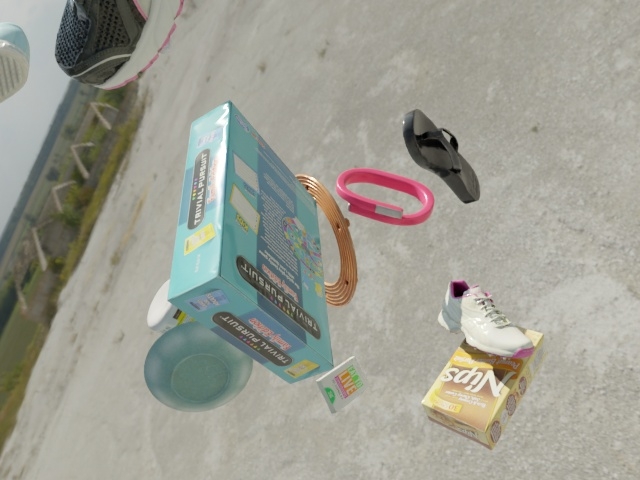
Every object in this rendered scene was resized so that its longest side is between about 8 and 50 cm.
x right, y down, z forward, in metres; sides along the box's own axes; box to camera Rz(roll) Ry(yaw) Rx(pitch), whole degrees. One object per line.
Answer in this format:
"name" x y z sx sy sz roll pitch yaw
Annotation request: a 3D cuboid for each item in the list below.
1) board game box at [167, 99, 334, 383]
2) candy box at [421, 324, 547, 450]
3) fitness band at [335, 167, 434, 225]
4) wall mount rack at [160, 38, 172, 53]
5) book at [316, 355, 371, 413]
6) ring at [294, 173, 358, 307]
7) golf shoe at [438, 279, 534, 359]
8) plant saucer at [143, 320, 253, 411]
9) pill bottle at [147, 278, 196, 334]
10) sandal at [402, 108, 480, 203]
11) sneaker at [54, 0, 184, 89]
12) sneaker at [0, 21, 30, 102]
"board game box" -0.090 -0.002 0.775 0.079 0.254 0.336 -24 45 20
"candy box" 0.424 0.351 1.374 0.183 0.087 0.316 14 50 45
"fitness band" 0.186 -0.130 1.560 0.209 0.290 0.054 -54 -22 -51
"wall mount rack" -0.276 -0.508 0.941 0.350 0.130 0.304 -43 49 34
"book" 0.062 0.389 1.455 0.035 0.144 0.096 -30 86 48
"ring" 0.000 0.000 1.305 0.336 0.032 0.337 45 146 43
"golf shoe" 0.410 0.195 1.356 0.306 0.115 0.140 27 119 59
"plant saucer" -0.215 0.236 0.958 0.195 0.195 0.037 -60 23 10
"pill bottle" -0.238 0.170 1.113 0.117 0.215 0.117 -36 36 32
"sandal" 0.222 -0.152 0.931 0.054 0.254 0.097 -18 58 37
"sneaker" -0.103 -0.159 0.256 0.072 0.077 0.178 52 124 26
"sneaker" -0.746 -0.329 1.113 0.366 0.135 0.150 -20 52 10
